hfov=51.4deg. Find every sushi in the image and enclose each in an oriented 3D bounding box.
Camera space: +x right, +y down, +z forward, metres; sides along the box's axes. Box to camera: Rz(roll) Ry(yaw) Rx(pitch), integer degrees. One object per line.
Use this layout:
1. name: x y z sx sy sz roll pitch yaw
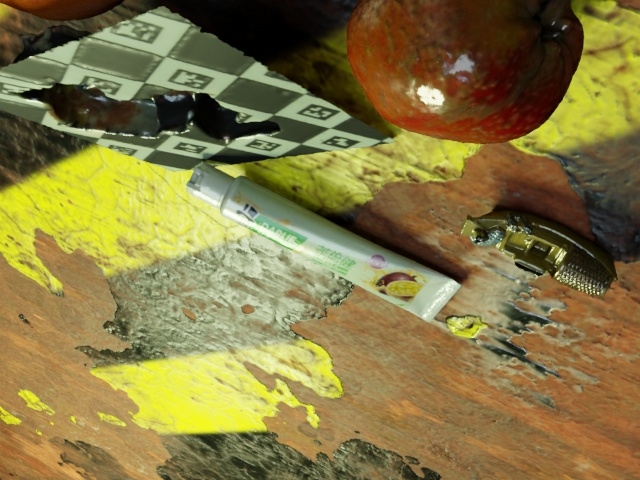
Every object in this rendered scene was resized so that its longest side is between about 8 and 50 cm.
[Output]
1. sushi: -0.125 -0.139 0.608 0.292 0.059 0.294 -3 168 33

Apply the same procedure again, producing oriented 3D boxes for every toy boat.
1. toy boat: 0.207 0.008 0.631 0.149 0.049 0.047 24 136 8

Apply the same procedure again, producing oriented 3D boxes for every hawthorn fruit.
1. hawthorn fruit: 0.085 -0.145 0.506 0.204 0.162 0.162 -3 127 46

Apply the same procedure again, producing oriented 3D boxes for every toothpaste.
1. toothpaste: 0.000 0.000 0.741 0.315 0.055 0.058 27 180 -1

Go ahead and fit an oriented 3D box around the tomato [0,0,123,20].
1. tomato: -0.204 -0.300 0.493 0.260 0.180 0.259 14 130 17
